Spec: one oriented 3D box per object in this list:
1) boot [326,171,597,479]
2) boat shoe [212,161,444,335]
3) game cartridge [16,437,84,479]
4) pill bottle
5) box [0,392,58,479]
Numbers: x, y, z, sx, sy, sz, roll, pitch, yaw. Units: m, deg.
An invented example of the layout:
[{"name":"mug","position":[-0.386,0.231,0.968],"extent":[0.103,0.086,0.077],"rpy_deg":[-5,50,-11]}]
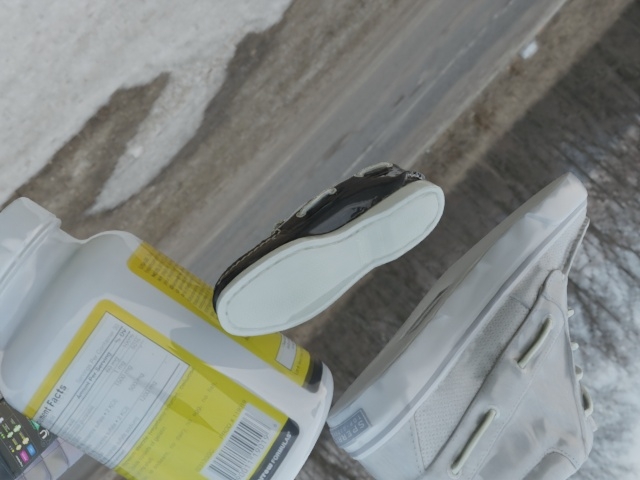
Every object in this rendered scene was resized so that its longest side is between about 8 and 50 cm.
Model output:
[{"name":"boot","position":[0.122,0.070,0.521],"extent":[0.258,0.123,0.095],"rpy_deg":[-43,179,-31]},{"name":"boat shoe","position":[0.000,0.000,0.391],"extent":[0.125,0.038,0.046],"rpy_deg":[-32,136,-20]},{"name":"game cartridge","position":[-0.429,0.296,0.870],"extent":[0.355,0.068,0.230],"rpy_deg":[-27,179,12]},{"name":"pill bottle","position":[-0.093,0.060,0.425],"extent":[0.103,0.184,0.103],"rpy_deg":[-53,-172,11]},{"name":"box","position":[-0.230,0.138,0.605],"extent":[0.062,0.052,0.083],"rpy_deg":[-26,-169,22]}]
